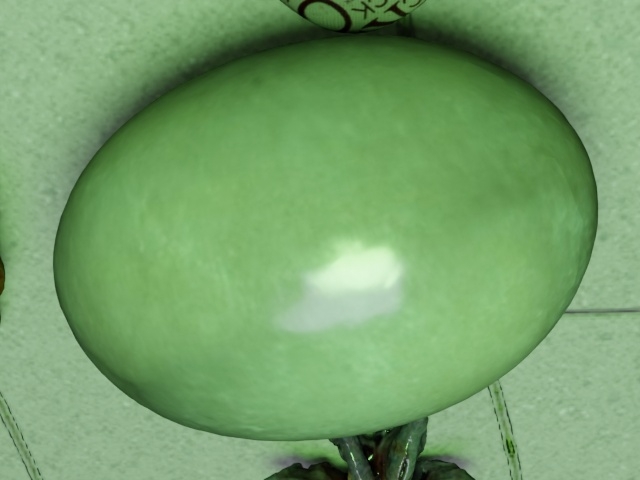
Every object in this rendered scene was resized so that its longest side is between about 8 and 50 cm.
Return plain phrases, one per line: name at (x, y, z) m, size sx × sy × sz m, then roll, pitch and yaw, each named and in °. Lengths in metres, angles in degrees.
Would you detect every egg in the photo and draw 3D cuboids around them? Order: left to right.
egg at (0.000, 0.000, 0.954) m, size 0.352 × 0.258 × 0.258 m, roll -10°, pitch 124°, yaw 20°

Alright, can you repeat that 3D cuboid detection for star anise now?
star anise at (0.037, 0.211, 1.214) m, size 0.180 × 0.061 × 0.205 m, roll -7°, pitch 127°, yaw 0°

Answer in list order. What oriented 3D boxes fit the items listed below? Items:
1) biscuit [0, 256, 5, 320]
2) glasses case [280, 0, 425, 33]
biscuit at (-0.349, 0.035, 1.033) m, size 0.257 × 0.049 × 0.273 m, roll -18°, pitch 153°, yaw -11°
glasses case at (-0.058, -0.262, 0.878) m, size 0.354 × 0.085 × 0.137 m, roll 40°, pitch 116°, yaw -22°
